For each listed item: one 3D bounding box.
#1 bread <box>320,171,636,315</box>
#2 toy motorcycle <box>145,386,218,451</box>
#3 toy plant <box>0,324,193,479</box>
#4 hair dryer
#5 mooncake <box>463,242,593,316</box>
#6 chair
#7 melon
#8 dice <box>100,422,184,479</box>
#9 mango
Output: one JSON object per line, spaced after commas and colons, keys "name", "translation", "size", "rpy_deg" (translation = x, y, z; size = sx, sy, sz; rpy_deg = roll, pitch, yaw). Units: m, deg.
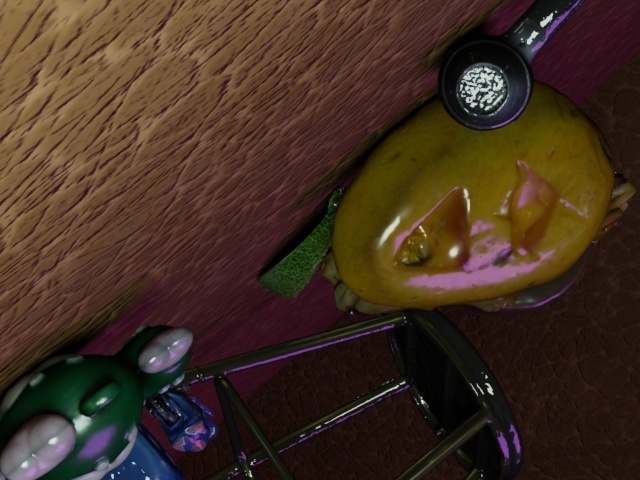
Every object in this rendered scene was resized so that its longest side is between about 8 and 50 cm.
{"name": "bread", "translation": [0.188, -0.037, 1.875], "size": [0.314, 0.191, 0.370], "rpy_deg": [-32, -168, -29]}
{"name": "toy motorcycle", "translation": [-0.208, 0.272, 2.147], "size": [0.076, 0.114, 0.205], "rpy_deg": [-40, 174, 0]}
{"name": "toy plant", "translation": [-0.224, 0.162, 1.243], "size": [0.243, 0.112, 0.232], "rpy_deg": [-37, -178, 36]}
{"name": "hair dryer", "translation": [0.224, -0.220, 1.348], "size": [0.272, 0.091, 0.235], "rpy_deg": [-45, -178, 15]}
{"name": "mooncake", "translation": [0.302, -0.016, 2.324], "size": [0.284, 0.284, 0.155], "rpy_deg": [-39, 173, -6]}
{"name": "chair", "translation": [0.040, 0.307, 1.971], "size": [0.410, 0.362, 0.365], "rpy_deg": [-30, 148, -15]}
{"name": "melon", "translation": [0.000, -0.001, 1.719], "size": [0.114, 0.053, 0.262], "rpy_deg": [-45, 178, -30]}
{"name": "dice", "translation": [-0.280, 0.320, 1.916], "size": [0.143, 0.146, 0.146], "rpy_deg": [-41, 173, -5]}
{"name": "mango", "translation": [0.166, -0.044, 1.564], "size": [0.365, 0.253, 0.182], "rpy_deg": [-24, -154, -24]}
